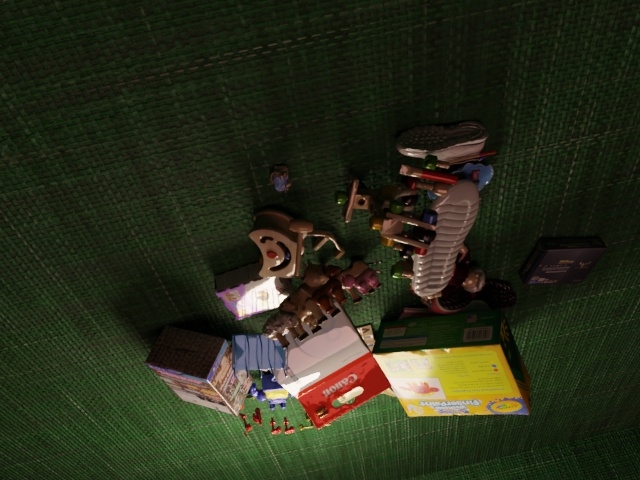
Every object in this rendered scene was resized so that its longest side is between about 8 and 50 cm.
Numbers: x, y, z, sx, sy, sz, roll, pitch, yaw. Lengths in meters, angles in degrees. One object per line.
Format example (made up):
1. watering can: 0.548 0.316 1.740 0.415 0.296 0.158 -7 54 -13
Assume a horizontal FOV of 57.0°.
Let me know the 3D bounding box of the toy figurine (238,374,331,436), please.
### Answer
1. toy figurine: -0.134 0.585 2.218 0.363 0.191 0.217 -4 131 -5

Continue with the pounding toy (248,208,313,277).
1. pounding toy: -0.123 0.024 1.583 0.154 0.155 0.269 15 140 -7

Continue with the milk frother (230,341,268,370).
1. milk frother: -0.217 0.366 2.026 0.135 0.129 0.143 23 85 -35

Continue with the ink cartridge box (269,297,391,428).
1. ink cartridge box: 0.016 0.417 1.946 0.308 0.091 0.385 -31 99 4

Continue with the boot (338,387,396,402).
1. boot: 0.177 0.590 2.366 0.203 0.095 0.262 -39 127 25

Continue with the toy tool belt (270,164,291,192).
1. toy tool belt: -0.099 -0.147 1.492 0.052 0.051 0.083 -7 139 -7

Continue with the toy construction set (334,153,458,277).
1. toy construction set: 0.168 -0.098 1.472 0.237 0.257 0.309 10 145 -12

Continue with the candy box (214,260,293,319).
1. candy box: -0.197 0.147 1.785 0.196 0.070 0.165 -18 139 6

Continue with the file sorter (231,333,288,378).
1. file sorter: -0.186 0.361 1.824 0.170 0.104 0.118 0 102 -11

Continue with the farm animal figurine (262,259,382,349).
1. farm animal figurine: -0.001 0.146 1.716 0.327 0.172 0.330 -41 166 18

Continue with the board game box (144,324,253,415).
1. board game box: -0.387 0.428 1.929 0.232 0.141 0.291 9 145 22

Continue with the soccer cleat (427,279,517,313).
1. soccer cleat: 0.525 0.204 2.041 0.318 0.108 0.116 -3 162 -18

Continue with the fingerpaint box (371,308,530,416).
1. fingerpaint box: 0.461 0.437 2.055 0.445 0.163 0.371 -11 125 30

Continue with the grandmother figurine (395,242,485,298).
1. grandmother figurine: 0.401 0.091 1.868 0.342 0.104 0.208 18 116 -35

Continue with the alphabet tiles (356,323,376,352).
1. alphabet tiles: 0.148 0.410 2.176 0.198 0.009 0.237 -14 124 1

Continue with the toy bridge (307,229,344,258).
1. toy bridge: 0.000 0.000 1.705 0.188 0.026 0.063 24 127 -35

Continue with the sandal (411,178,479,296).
1. sandal: 0.318 -0.008 1.658 0.169 0.102 0.416 -11 134 -24

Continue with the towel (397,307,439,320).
1. towel: 0.336 0.304 2.145 0.144 0.029 0.197 4 135 -17

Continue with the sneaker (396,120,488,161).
1. sneaker: 0.302 -0.233 1.483 0.235 0.090 0.095 -5 148 -8

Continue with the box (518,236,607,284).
1. box: 0.810 0.070 1.980 0.233 0.059 0.183 -1 137 -15

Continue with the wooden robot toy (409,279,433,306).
1. wooden robot toy: 0.347 0.148 1.958 0.079 0.076 0.173 -49 139 -13

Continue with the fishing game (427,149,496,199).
1. fishing game: 0.378 -0.148 1.588 0.189 0.041 0.264 -12 155 -4
